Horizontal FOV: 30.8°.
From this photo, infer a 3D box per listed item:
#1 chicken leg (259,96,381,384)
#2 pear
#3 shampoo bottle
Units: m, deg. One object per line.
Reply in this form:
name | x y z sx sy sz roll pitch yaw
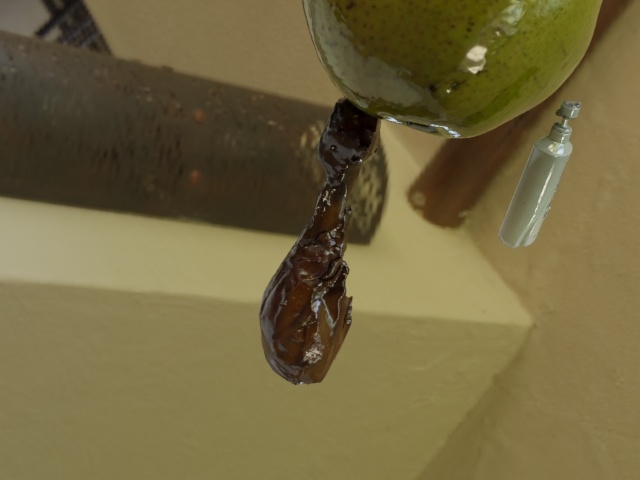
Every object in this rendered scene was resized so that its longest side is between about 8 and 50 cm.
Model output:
chicken leg | 0.000 0.000 1.159 0.113 0.093 0.304 -115 -144 -71
pear | 0.117 -0.231 1.047 0.294 0.294 0.294 -11 -105 49
shampoo bottle | 0.197 -0.060 1.030 0.034 0.049 0.141 36 -54 29
